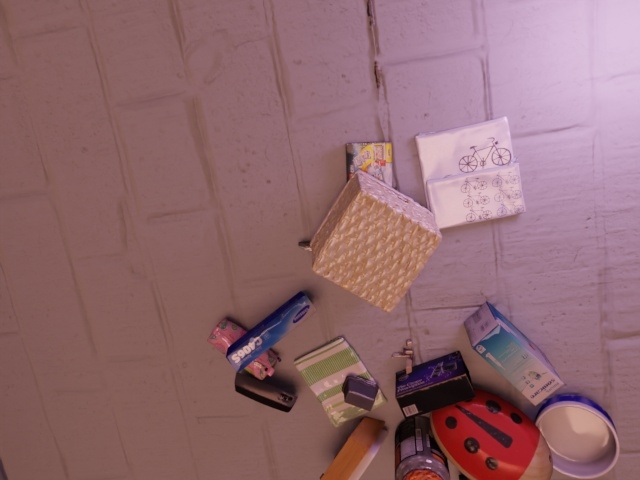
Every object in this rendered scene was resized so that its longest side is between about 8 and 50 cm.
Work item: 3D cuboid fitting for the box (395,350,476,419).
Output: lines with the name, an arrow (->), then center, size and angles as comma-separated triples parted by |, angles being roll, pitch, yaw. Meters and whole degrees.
box -> 0.409, 0.521, 1.706 | 0.261, 0.184, 0.103 | -24, 95, 13

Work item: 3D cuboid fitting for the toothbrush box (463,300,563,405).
toothbrush box -> 0.654, 0.381, 1.617 | 0.295, 0.216, 0.126 | 43, 106, -2

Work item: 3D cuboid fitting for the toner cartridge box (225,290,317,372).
toner cartridge box -> -0.179, 0.324, 1.704 | 0.347, 0.165, 0.075 | -37, 95, -7

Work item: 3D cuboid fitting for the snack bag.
snack bag -> 0.507, -0.226, 1.592 | 0.322, 0.037, 0.343 | -10, 101, 12

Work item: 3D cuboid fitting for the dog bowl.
dog bowl -> 0.901, 0.691, 1.666 | 0.264, 0.104, 0.265 | 3, 96, 28

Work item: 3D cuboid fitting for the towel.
towel -> 0.073, 0.557, 1.845 | 0.247, 0.038, 0.325 | -30, 97, 14

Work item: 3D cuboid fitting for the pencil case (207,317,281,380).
pencil case -> -0.298, 0.424, 1.829 | 0.284, 0.124, 0.124 | 38, 106, -1

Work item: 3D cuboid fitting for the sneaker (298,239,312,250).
sneaker -> 0.000, 0.000, 1.719 | 0.166, 0.065, 0.076 | -1, 95, 1

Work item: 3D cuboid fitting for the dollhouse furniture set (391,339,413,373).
dollhouse furniture set -> 0.298, 0.434, 1.741 | 0.081, 0.114, 0.091 | -3, 105, 14

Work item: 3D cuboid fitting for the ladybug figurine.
ladybug figurine -> 0.587, 0.681, 1.632 | 0.449, 0.162, 0.305 | 28, 67, 21

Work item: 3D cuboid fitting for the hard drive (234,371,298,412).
hard drive -> -0.220, 0.600, 1.843 | 0.254, 0.054, 0.172 | 21, 150, 3

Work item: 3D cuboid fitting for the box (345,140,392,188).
box -> 0.171, -0.225, 1.641 | 0.159, 0.044, 0.233 | 0, 103, 9

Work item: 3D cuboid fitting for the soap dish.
soap dish -> 0.127, 0.835, 1.813 | 0.118, 0.229, 0.291 | 35, 106, 17

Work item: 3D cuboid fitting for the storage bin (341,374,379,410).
storage bin -> 0.146, 0.589, 1.780 | 0.135, 0.091, 0.098 | 20, 105, 2

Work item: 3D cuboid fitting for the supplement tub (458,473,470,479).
supplement tub -> 0.638, 0.920, 1.804 | 0.197, 0.106, 0.106 | -16, 100, 13

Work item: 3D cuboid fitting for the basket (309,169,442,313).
basket -> 0.176, -0.002, 1.536 | 0.328, 0.266, 0.332 | 29, 106, -9

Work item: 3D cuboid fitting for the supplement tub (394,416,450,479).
supplement tub -> 0.366, 0.811, 1.712 | 0.193, 0.316, 0.194 | 2, 104, 8
